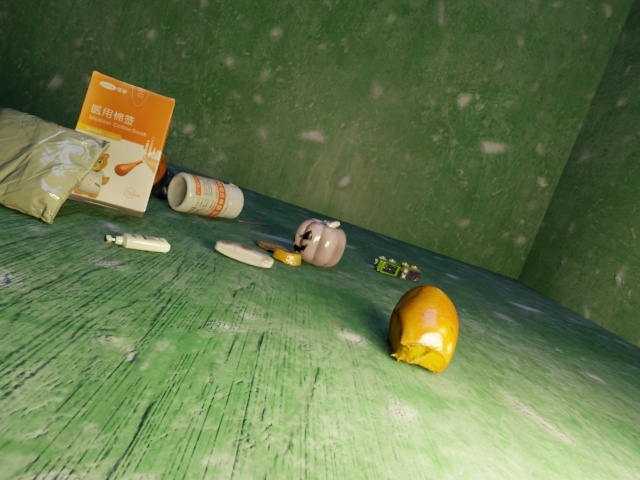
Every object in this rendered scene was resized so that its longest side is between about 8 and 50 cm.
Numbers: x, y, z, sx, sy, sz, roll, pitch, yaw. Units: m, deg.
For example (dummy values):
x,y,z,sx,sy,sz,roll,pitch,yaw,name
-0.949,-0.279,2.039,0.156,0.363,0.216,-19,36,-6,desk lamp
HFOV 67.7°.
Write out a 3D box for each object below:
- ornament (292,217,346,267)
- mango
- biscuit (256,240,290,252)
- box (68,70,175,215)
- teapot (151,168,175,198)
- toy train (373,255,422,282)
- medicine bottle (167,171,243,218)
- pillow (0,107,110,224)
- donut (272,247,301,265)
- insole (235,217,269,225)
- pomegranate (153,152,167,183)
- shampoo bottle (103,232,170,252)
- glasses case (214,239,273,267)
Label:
x,y,z,sx,sy,sz,roll,pitch,yaw,name
0.000,0.000,1.566,0.178,0.177,0.177,19,8,-3,ornament
0.212,0.175,0.999,0.126,0.153,0.252,26,22,-2,mango
-0.155,0.023,1.572,0.120,0.015,0.120,18,8,-3,biscuit
-0.552,-0.258,1.311,0.225,0.341,0.143,16,-11,-22,box
-0.576,-0.209,1.831,0.149,0.111,0.108,19,-9,41,teapot
0.305,0.114,1.872,0.202,0.060,0.081,17,16,-16,toy train
-0.413,-0.157,1.734,0.145,0.144,0.252,25,10,36,medicine bottle
-0.681,-0.188,1.101,0.281,0.076,0.274,19,51,-2,pillow
-0.100,0.048,1.457,0.083,0.037,0.067,25,13,23,donut
-0.280,-0.076,1.968,0.064,0.004,0.188,26,11,31,insole
-0.664,-0.265,1.706,0.215,0.215,0.215,19,8,-3,pomegranate
-0.411,0.004,1.067,0.141,0.034,0.049,10,19,-44,shampoo bottle
-0.205,0.036,1.284,0.164,0.041,0.063,19,9,3,glasses case
